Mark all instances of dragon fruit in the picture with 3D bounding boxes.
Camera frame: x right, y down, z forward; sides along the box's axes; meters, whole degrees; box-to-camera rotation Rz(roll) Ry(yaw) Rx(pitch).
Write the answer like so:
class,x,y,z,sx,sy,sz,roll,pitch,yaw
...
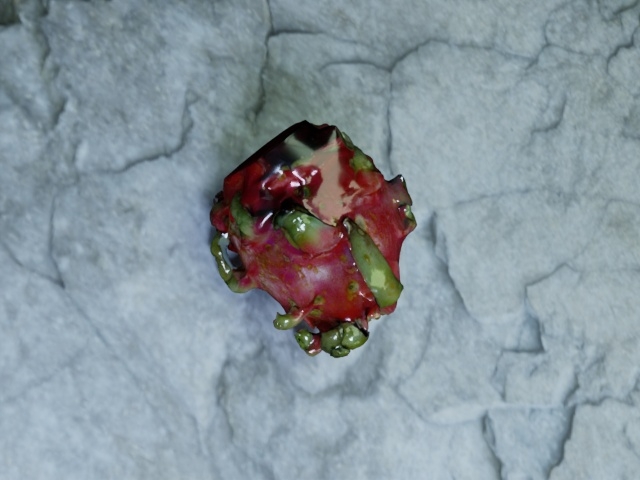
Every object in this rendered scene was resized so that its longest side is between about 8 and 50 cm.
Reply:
class,x,y,z,sx,sy,sz,roll,pitch,yaw
dragon fruit,0.000,0.000,1.470,0.172,0.160,0.166,53,19,-7
